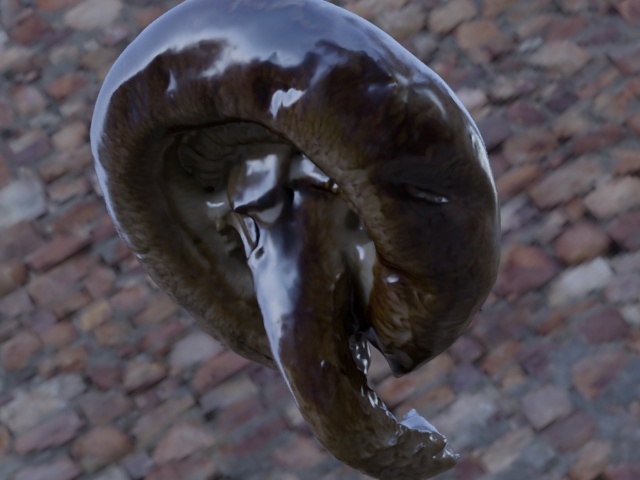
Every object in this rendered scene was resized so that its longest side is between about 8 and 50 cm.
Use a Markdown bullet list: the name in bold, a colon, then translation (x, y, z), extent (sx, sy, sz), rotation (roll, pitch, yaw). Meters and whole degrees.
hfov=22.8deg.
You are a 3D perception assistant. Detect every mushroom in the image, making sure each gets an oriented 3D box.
- **mushroom**: translation (0.001, 0.000, 0.504), extent (0.080, 0.171, 0.135), rotation (-29, 8, -41)
